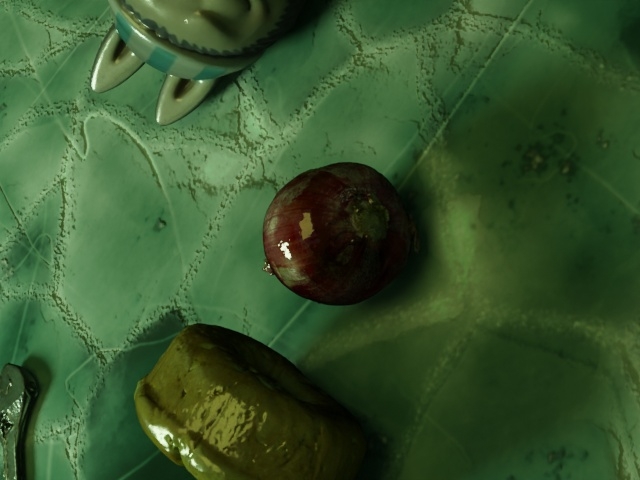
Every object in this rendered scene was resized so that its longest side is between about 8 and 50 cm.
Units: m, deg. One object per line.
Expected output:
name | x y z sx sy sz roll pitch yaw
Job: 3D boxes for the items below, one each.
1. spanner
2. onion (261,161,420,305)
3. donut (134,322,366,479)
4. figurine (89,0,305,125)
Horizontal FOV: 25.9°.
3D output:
spanner | -0.392 0.311 1.788 0.093 0.026 0.325 -24 62 31
onion | 0.000 0.000 1.486 0.195 0.159 0.159 -21 61 49
donut | -0.075 0.188 1.441 0.261 0.208 0.128 34 97 37
figurine | -0.192 -0.343 1.699 0.378 0.266 0.361 -43 46 20
